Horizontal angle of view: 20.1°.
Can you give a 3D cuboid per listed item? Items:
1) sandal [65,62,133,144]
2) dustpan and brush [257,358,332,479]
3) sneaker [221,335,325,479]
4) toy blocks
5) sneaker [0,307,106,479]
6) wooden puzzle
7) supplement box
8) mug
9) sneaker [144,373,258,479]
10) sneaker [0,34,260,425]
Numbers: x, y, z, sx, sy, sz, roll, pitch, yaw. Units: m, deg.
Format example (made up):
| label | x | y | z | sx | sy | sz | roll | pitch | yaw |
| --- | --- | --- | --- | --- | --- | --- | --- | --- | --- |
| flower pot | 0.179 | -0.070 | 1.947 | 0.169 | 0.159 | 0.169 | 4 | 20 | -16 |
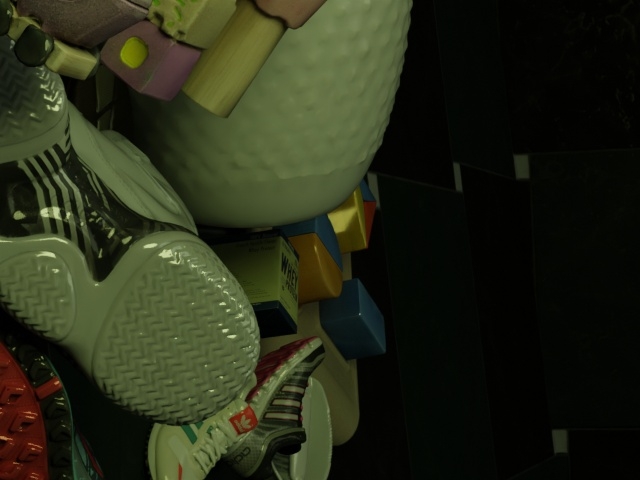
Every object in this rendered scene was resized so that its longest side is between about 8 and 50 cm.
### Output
| label | x | y | z | sx | sy | sz | roll | pitch | yaw |
| --- | --- | --- | --- | --- | --- | --- | --- | --- | --- |
| sandal | -0.187 | -0.029 | 1.360 | 0.090 | 0.060 | 0.219 | -22 | 118 | -66 |
| dustpan and brush | -0.026 | 0.220 | 1.726 | 0.147 | 0.060 | 0.211 | 18 | 71 | -56 |
| sneaker | -0.040 | 0.158 | 1.655 | 0.075 | 0.063 | 0.170 | 53 | 47 | -15 |
| toy blocks | -0.126 | -0.264 | 1.126 | 0.260 | 0.288 | 0.309 | -54 | 163 | 10 |
| sneaker | -0.202 | 0.151 | 1.204 | 0.125 | 0.104 | 0.262 | -134 | -158 | -70 |
| wooden puzzle | 0.000 | 0.000 | 1.900 | 0.322 | 0.080 | 0.348 | 57 | 30 | -55 |
| supplement box | -0.067 | 0.042 | 1.658 | 0.056 | 0.083 | 0.083 | 58 | 28 | -56 |
| mug | -0.055 | -0.207 | 1.504 | 0.374 | 0.276 | 0.328 | -73 | 163 | -69 |
| sneaker | -0.096 | 0.161 | 1.526 | 0.161 | 0.075 | 0.057 | -75 | 152 | -52 |
| sneaker | -0.196 | -0.040 | 1.189 | 0.366 | 0.137 | 0.210 | 47 | -1 | -19 |
